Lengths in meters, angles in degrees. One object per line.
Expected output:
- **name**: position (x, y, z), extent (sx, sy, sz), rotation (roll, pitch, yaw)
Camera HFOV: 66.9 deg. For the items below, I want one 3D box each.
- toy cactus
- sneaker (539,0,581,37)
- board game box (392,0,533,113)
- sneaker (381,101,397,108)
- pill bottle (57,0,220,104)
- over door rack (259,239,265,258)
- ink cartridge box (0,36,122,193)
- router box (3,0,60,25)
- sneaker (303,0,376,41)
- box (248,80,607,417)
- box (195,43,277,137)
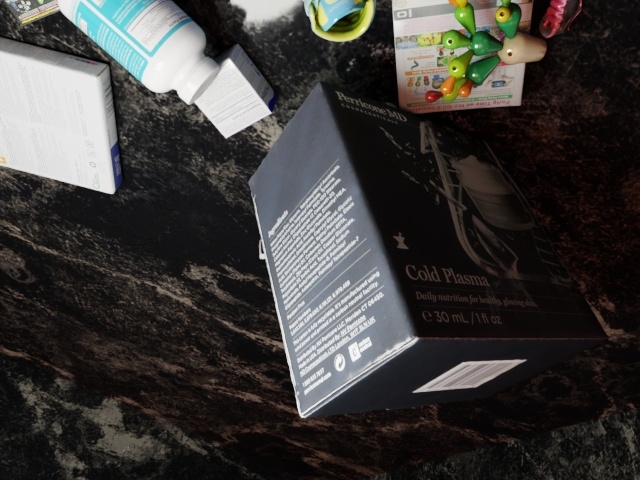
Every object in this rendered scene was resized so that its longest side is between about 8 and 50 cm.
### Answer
- **toy cactus**: position (0.270, -0.314, 0.776), extent (0.181, 0.112, 0.218), rotation (-1, 135, -17)
- **sneaker**: position (0.424, -0.406, 0.823), extent (0.057, 0.047, 0.119), rotation (-6, 140, -17)
- **board game box**: position (0.240, -0.379, 0.835), extent (0.224, 0.097, 0.303), rotation (-2, 134, 12)
- **sneaker**: position (0.063, -0.202, 1.043), extent (0.091, 0.094, 0.258), rotation (22, 135, -20)
- **pill bottle**: position (-0.308, -0.367, 0.858), extent (0.264, 0.146, 0.146), rotation (42, 128, -13)
- **over door rack**: position (0.000, 0.000, 1.253), extent (0.325, 0.108, 0.239), rotation (12, 135, -4)
- **ink cartridge box**: position (-0.630, -0.279, 1.090), extent (0.331, 0.071, 0.324), rotation (15, 136, -3)
- **router box**: position (-0.536, -0.467, 0.901), extent (0.123, 0.038, 0.092), rotation (-10, 133, 18)
- **sneaker**: position (-0.007, -0.433, 0.696), extent (0.127, 0.208, 0.319), rotation (-23, 142, 25)
- **box**: position (0.172, 0.029, 0.894), extent (0.480, 0.471, 0.297), rotation (7, 140, -35)
- **box**: position (-0.182, -0.303, 0.992), extent (0.126, 0.072, 0.137), rotation (-21, 128, 26)
